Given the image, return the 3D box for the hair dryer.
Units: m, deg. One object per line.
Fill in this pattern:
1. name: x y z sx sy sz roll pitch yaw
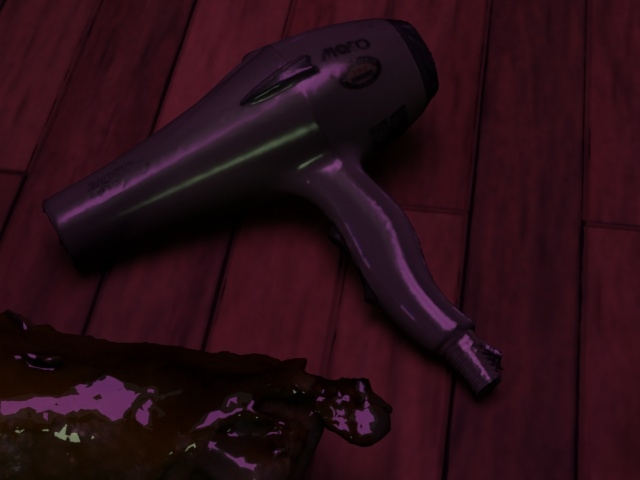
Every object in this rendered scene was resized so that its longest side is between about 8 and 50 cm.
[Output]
1. hair dryer: -0.032 -0.006 0.715 0.219 0.088 0.225 -10 62 1

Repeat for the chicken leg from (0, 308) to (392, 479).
1. chicken leg: -0.186 0.074 0.599 0.429 0.153 0.201 8 60 -1
